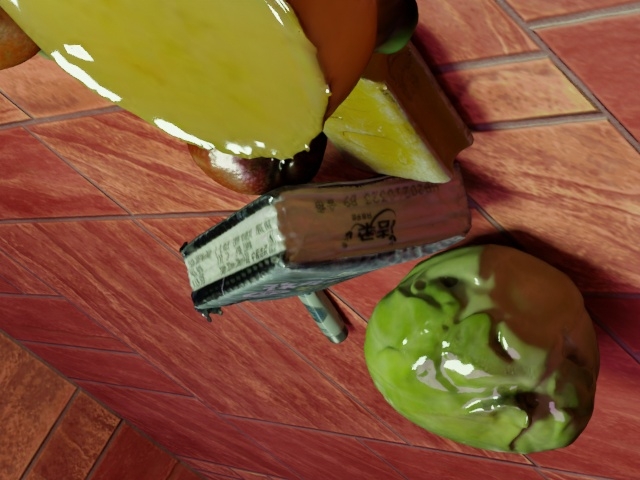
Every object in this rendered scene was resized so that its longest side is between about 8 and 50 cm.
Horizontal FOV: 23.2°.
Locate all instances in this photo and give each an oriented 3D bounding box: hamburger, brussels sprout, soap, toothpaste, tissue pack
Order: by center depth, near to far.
[{"bbox_3d":[-0.083,-0.277,1.319,0.396,0.277,0.395,26,157,12],"label":"hamburger"},{"bbox_3d":[0.043,-0.172,1.692,0.160,0.080,0.257,12,154,40],"label":"soap"},{"bbox_3d":[0.000,0.000,1.937,0.361,0.259,0.122,153,104,-67],"label":"tissue pack"},{"bbox_3d":[0.206,0.139,1.993,0.328,0.247,0.328,12,152,7],"label":"brussels sprout"},{"bbox_3d":[-0.013,0.088,2.471,0.062,0.039,0.239,24,159,37],"label":"toothpaste"}]

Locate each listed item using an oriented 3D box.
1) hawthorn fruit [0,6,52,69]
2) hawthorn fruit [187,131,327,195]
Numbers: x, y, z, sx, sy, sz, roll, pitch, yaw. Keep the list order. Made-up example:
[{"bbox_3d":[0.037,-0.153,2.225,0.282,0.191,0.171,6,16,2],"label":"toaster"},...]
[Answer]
[{"bbox_3d":[-0.417,-0.290,1.935,0.199,0.199,0.251,10,164,45],"label":"hawthorn fruit"},{"bbox_3d":[-0.080,-0.141,1.844,0.169,0.169,0.188,46,178,-37],"label":"hawthorn fruit"}]
